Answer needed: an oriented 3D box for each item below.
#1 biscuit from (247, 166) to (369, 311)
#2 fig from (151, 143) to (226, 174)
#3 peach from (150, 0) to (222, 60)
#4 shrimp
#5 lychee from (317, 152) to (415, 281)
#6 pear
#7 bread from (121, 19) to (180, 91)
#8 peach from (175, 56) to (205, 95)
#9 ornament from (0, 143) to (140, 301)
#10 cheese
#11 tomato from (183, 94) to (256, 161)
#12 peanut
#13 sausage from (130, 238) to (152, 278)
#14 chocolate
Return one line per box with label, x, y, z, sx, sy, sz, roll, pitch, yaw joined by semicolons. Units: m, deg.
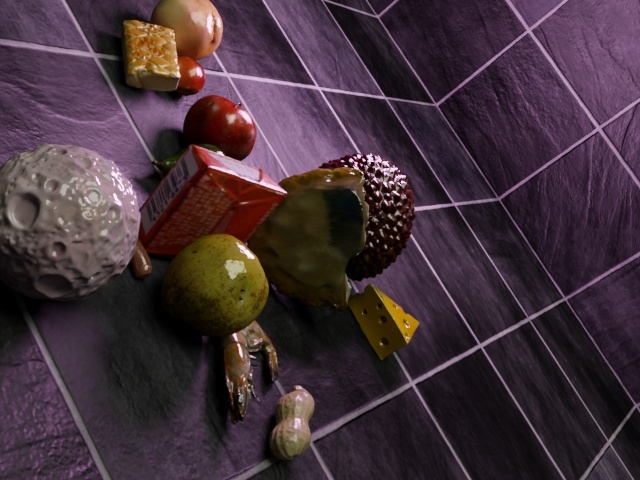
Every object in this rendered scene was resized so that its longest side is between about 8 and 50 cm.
biscuit;0.000;0.000;1.873;0.335;0.329;0.078;62;-5;4
fig;-0.295;-0.159;1.812;0.178;0.117;0.117;-15;69;-42
peach;-0.343;-0.550;2.110;0.184;0.184;0.184;36;32;-27
shrimp;-0.136;0.258;1.617;0.169;0.058;0.296;35;29;-32
lychee;0.091;-0.065;2.061;0.306;0.306;0.330;21;48;-44
pear;-0.206;0.092;1.559;0.197;0.197;0.197;36;32;-27
bread;-0.408;-0.442;1.956;0.126;0.068;0.188;3;51;-21
peach;-0.335;-0.413;2.039;0.101;0.101;0.100;36;32;-27
ornament;-0.409;-0.026;1.317;0.225;0.259;0.259;8;45;-16
cheese;0.151;0.194;2.066;0.171;0.093;0.126;49;29;-2
tomato;-0.235;-0.255;1.939;0.187;0.187;0.151;40;69;-22
peanut;-0.053;0.356;1.600;0.082;0.082;0.187;40;29;-21
sausage;-0.371;0.002;1.577;0.042;0.036;0.158;-18;71;-50
chocolate;-0.230;-0.065;1.662;0.235;0.237;0.108;15;32;-48
